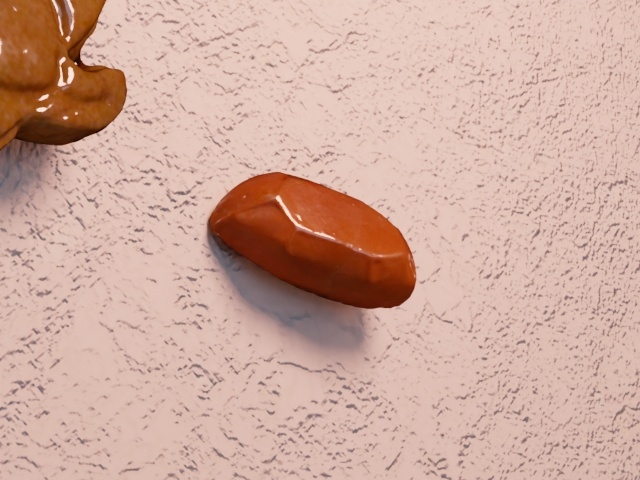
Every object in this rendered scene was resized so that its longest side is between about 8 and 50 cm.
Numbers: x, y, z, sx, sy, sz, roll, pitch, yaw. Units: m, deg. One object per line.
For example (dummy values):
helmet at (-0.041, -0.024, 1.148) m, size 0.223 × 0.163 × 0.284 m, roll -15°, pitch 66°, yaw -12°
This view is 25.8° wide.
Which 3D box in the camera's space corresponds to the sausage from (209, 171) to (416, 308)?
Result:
sausage at (0.000, 0.000, 1.134) m, size 0.179 × 0.089 × 0.089 m, roll 23°, pitch 62°, yaw -23°

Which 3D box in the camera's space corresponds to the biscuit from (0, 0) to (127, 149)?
biscuit at (-0.269, -0.193, 0.930) m, size 0.350 × 0.070 × 0.394 m, roll 37°, pitch 47°, yaw -22°
